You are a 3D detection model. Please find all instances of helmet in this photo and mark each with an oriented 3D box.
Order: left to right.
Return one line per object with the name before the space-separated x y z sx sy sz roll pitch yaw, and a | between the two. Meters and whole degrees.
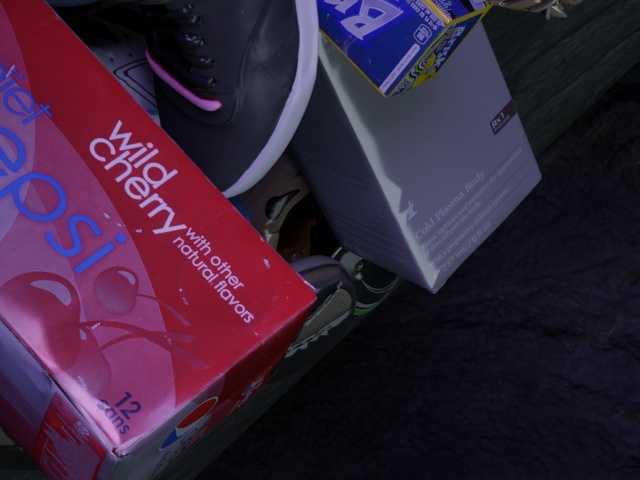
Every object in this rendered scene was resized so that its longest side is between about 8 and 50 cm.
helmet | 0.000 0.000 1.595 0.169 0.169 0.161 -46 154 16

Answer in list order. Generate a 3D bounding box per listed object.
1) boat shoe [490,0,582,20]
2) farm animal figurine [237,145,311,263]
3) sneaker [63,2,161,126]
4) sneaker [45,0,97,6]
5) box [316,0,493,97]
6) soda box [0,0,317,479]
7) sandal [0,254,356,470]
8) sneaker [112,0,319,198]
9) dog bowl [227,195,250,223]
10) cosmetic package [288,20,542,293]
boat shoe | 0.191 -0.242 1.502 0.109 0.098 0.302 -50 169 34
farm animal figurine | -0.089 0.033 1.332 0.327 0.172 0.330 -40 170 -17
sneaker | -0.128 -0.093 0.954 0.237 0.085 0.086 -7 114 -66
sneaker | -0.095 -0.147 0.586 0.319 0.112 0.131 104 -10 -63
box | 0.005 -0.154 0.910 0.059 0.169 0.054 -50 167 33
soda box | -0.126 -0.035 0.610 0.092 0.263 0.083 -38 170 -27
sandal | -0.122 0.069 1.175 0.303 0.086 0.120 -18 148 -24
sneaker | -0.075 -0.124 0.838 0.147 0.104 0.295 -30 146 -39
dog bowl | -0.140 -0.010 1.013 0.074 0.166 0.297 -58 166 14
cosmetic package | 0.042 -0.098 1.153 0.127 0.107 0.238 -46 135 -18
